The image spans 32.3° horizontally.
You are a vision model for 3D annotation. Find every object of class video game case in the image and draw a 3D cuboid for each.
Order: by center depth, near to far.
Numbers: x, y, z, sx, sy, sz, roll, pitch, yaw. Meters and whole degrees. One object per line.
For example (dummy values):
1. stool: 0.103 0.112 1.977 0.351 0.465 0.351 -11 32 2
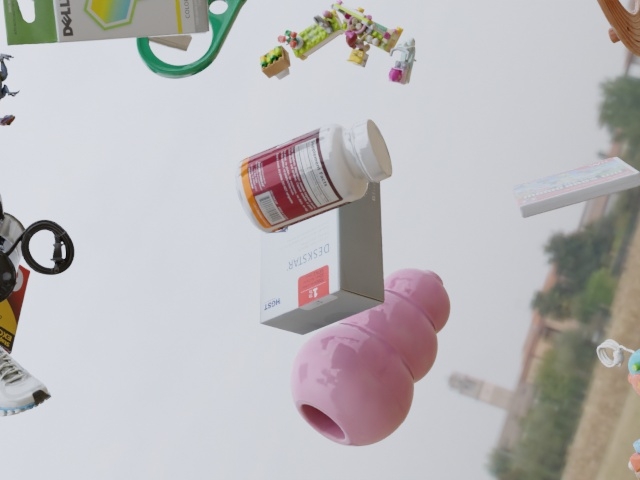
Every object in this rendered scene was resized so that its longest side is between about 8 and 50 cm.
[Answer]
1. video game case: 0.444 -0.097 1.943 0.285 0.204 0.025 -50 -56 -78

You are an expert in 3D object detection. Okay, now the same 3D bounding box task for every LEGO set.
1. LEGO set: 0.015 -0.332 1.813 0.107 0.287 0.132 8 -91 -65

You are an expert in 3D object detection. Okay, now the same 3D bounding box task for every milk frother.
1. milk frother: -0.393 0.010 1.428 0.135 0.143 0.129 -110 38 -67

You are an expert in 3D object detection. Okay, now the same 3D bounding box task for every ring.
1. ring: 0.380 -0.407 1.497 0.336 0.032 0.337 33 -132 -46

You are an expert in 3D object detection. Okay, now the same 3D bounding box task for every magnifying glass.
1. magnifying glass: -0.108 -0.268 1.246 0.231 0.092 0.026 -40 -12 -8

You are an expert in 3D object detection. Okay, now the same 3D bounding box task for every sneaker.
1. sneaker: -0.432 0.180 1.484 0.071 0.190 0.083 -22 -70 -42

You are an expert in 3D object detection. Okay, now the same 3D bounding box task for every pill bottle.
1. pill bottle: -0.006 -0.070 1.153 0.086 0.152 0.086 55 -156 -38

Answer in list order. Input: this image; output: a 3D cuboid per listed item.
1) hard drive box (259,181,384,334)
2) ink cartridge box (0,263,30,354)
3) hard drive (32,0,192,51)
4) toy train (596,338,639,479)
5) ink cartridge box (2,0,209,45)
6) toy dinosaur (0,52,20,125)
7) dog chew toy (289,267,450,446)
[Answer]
1. hard drive box: 0.000 0.000 1.618 0.089 0.181 0.232 19 -121 -38
2. ink cartridge box: -0.694 0.101 1.957 0.309 0.130 0.272 39 -146 -34
3. hard drive: -0.393 -0.413 1.907 0.307 0.203 0.040 7 -66 -51
4. toy train: 0.327 0.179 1.096 0.046 0.125 0.166 -24 -87 -37
5. ink cartridge box: -0.221 -0.258 1.121 0.062 0.209 0.109 -130 36 -78
6. toy dinosaur: -0.368 -0.177 1.270 0.090 0.047 0.082 -102 16 -51
7. dog chew toy: 0.098 0.178 1.835 0.332 0.206 0.207 -50 -22 -26
